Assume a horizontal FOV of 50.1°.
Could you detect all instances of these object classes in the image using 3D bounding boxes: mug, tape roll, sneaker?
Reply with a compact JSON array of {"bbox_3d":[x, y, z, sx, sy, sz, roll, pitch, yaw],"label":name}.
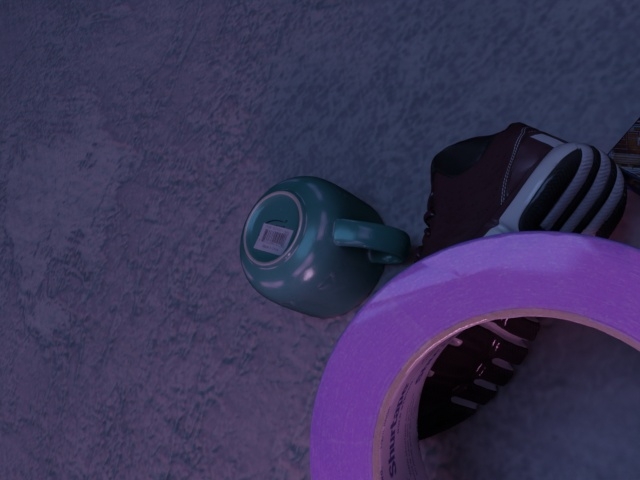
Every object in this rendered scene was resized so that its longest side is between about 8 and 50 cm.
[{"bbox_3d":[-0.005,-0.004,0.661,0.158,0.097,0.129,-38,51,24],"label":"mug"},{"bbox_3d":[0.135,0.131,0.412,0.275,0.090,0.274,0,89,23],"label":"tape roll"},{"bbox_3d":[0.110,0.024,0.568,0.281,0.106,0.162,-52,29,15],"label":"sneaker"}]

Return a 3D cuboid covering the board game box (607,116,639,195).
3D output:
[{"bbox_3d":[0.319,-0.056,0.408,0.165,0.042,0.243,-50,38,7],"label":"board game box"}]
